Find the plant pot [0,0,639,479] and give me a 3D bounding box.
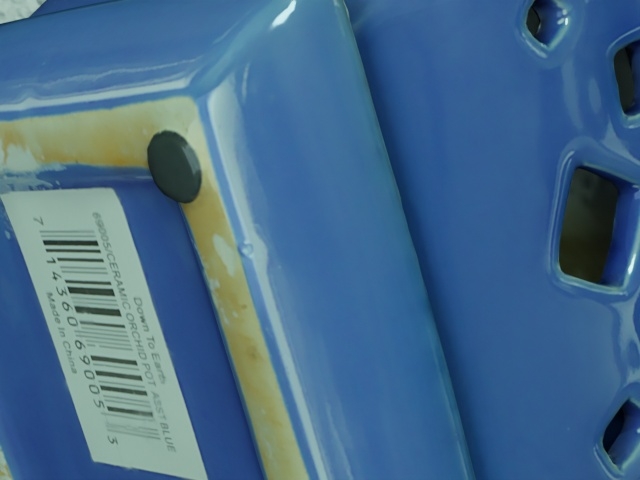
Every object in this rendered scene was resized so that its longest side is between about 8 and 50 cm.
[{"bbox_3d":[0.000,0.000,0.466,0.236,0.212,0.236,0,112,44],"label":"plant pot"}]
